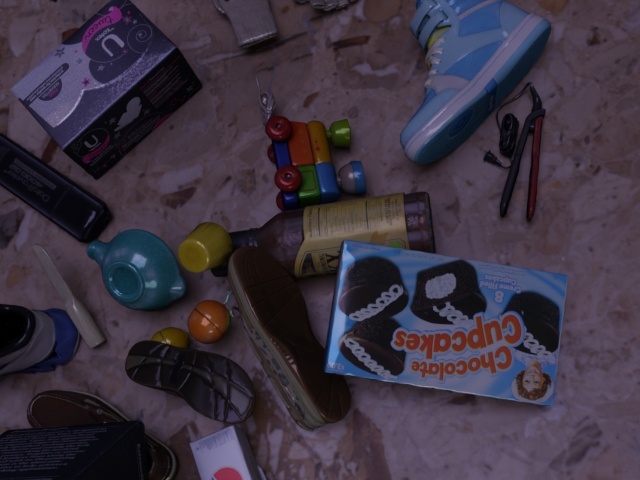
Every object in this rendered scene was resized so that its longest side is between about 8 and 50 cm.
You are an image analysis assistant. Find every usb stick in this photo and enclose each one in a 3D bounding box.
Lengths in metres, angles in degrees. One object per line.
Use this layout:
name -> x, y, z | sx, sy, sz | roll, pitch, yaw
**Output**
usb stick -> -0.472, -0.092, 1.453 | 0.278, 0.045, 0.077 | 32, 87, 17

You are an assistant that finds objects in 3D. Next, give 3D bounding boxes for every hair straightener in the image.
hair straightener -> 0.298, -0.143, 1.335 | 0.089, 0.047, 0.230 | 7, 74, 12

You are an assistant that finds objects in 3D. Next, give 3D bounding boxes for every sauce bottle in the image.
sauce bottle -> 0.000, 0.000, 1.310 | 0.345, 0.111, 0.111 | -8, 71, 11

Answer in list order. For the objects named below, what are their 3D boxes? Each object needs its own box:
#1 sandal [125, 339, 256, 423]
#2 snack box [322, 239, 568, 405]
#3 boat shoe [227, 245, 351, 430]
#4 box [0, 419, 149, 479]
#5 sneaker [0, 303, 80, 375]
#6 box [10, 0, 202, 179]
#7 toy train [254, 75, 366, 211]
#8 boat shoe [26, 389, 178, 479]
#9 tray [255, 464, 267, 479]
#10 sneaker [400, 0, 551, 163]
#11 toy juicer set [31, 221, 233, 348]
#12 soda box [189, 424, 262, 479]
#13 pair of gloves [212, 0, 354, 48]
sandal -> -0.186, 0.206, 1.260 | 0.219, 0.060, 0.090 | 12, 72, 23
snack box -> 0.175, 0.116, 1.212 | 0.322, 0.060, 0.187 | 9, 84, -4
boat shoe -> -0.064, 0.145, 1.249 | 0.089, 0.105, 0.285 | -33, 82, 42
box -> -0.360, 0.420, 1.043 | 0.212, 0.395, 0.293 | -5, 95, 9
sneaker -> -0.549, 0.167, 1.310 | 0.316, 0.182, 0.127 | -23, 69, 2
box -> -0.354, -0.257, 1.433 | 0.247, 0.142, 0.163 | -43, 71, -6
toy train -> -0.016, -0.170, 1.376 | 0.143, 0.105, 0.248 | -9, 70, -5
boat shoe -> -0.334, 0.285, 1.281 | 0.258, 0.095, 0.095 | 19, 77, 15
tray -> -0.094, 0.472, 1.216 | 0.145, 0.030, 0.270 | -26, 70, 0
sneaker -> 0.188, -0.277, 1.359 | 0.208, 0.127, 0.319 | 40, 73, 17
toy juicer set -> -0.273, 0.084, 1.334 | 0.329, 0.089, 0.209 | -4, 107, 22
soda box -> -0.108, 0.372, 1.195 | 0.069, 0.074, 0.216 | -23, 70, 1
pair of gloves -> -0.071, -0.449, 1.500 | 0.240, 0.042, 0.204 | -27, 67, -2
